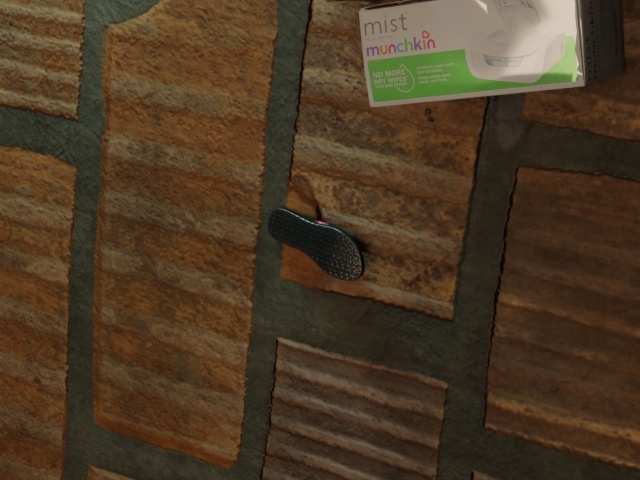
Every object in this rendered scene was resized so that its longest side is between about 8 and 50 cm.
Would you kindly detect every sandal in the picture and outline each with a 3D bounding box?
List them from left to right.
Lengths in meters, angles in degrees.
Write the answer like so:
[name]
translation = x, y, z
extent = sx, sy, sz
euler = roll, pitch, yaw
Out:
[sandal]
translation = 0.000, 0.000, 1.653
extent = 0.179, 0.040, 0.067
euler = 30, 109, 33

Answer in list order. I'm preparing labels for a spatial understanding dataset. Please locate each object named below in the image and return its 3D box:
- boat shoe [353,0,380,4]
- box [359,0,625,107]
[boat shoe]
translation = 0.020, -0.363, 1.411
extent = 0.130, 0.355, 0.132
euler = 24, 115, -18
[box]
translation = 0.213, -0.243, 1.375
extent = 0.262, 0.231, 0.126
euler = -2, 101, 26
